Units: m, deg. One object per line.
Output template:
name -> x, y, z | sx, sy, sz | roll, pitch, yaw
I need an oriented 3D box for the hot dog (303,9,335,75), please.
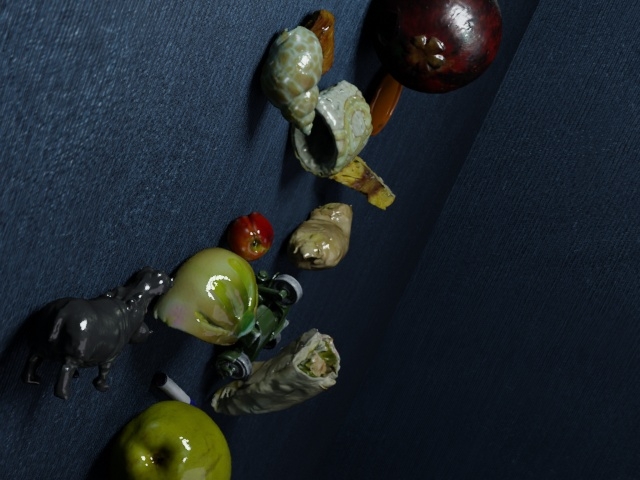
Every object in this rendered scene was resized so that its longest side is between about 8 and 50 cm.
hot dog -> -0.008, -0.374, 1.777 | 0.099, 0.065, 0.147 | -57, 167, -19

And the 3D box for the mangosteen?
mangosteen -> 0.253, -0.472, 2.057 | 0.311, 0.311, 0.311 | -54, 162, -27

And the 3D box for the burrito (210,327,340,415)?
burrito -> -0.110, 0.340, 2.248 | 0.332, 0.135, 0.190 | -30, -165, 35

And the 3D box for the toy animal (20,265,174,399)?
toy animal -> -0.351, 0.145, 1.496 | 0.343, 0.106, 0.168 | -32, 139, -71

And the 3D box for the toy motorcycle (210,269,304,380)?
toy motorcycle -> -0.154, 0.197, 2.162 | 0.205, 0.127, 0.275 | -43, 162, -47

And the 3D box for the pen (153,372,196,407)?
pen -> -0.314, 0.333, 2.032 | 0.033, 0.033, 0.269 | -58, 163, -16

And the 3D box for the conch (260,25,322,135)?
conch -> -0.050, -0.295, 1.691 | 0.116, 0.106, 0.173 | 9, 115, -46

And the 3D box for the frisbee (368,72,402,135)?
frisbee -> 0.154, -0.355, 2.353 | 0.192, 0.035, 0.192 | -55, 163, -27

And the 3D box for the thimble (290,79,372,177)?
thimble -> 0.022, -0.240, 1.966 | 0.143, 0.137, 0.190 | -44, 141, -43

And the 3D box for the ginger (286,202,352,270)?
ginger -> 0.000, 0.000, 2.284 | 0.267, 0.138, 0.152 | -61, 155, -53

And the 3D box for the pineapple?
pineapple -> 0.079, -0.163, 2.276 | 0.079, 0.135, 0.233 | -44, 139, 10

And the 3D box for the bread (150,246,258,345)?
bread -> -0.202, 0.101, 1.789 | 0.260, 0.158, 0.156 | -49, 156, -46

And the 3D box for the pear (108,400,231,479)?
pear -> -0.302, 0.455, 1.904 | 0.253, 0.253, 0.307 | -59, 175, -13

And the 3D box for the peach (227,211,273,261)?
peach -> -0.144, -0.008, 1.903 | 0.100, 0.101, 0.100 | -54, 162, -27
